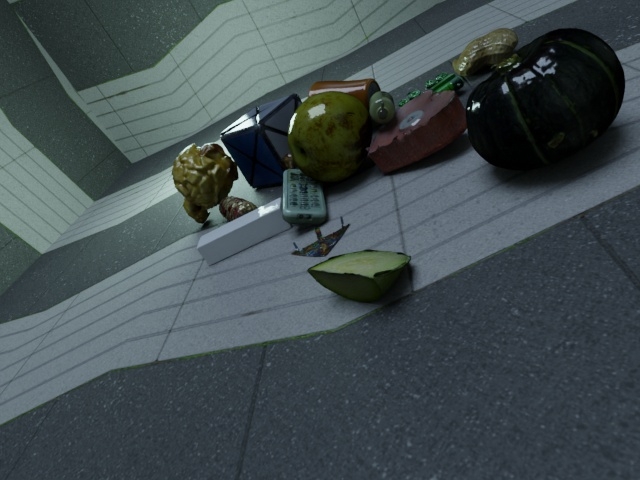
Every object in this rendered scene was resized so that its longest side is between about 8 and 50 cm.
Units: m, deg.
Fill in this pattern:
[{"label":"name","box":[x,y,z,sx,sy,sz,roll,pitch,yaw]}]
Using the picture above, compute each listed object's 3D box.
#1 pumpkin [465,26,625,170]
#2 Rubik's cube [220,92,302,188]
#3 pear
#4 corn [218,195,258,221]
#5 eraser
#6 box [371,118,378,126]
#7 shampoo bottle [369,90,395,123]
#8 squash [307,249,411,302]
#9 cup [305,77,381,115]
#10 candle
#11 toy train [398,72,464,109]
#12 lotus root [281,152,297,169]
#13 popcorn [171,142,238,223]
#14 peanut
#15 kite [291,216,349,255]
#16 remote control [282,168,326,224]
[{"label":"pumpkin","box":[0.474,-0.295,0.978,0.323,0.241,0.323,-38,16,12]},{"label":"Rubik's cube","box":[-0.179,-0.379,1.734,0.259,0.260,0.255,1,42,41]},{"label":"pear","box":[0.035,-0.323,1.403,0.283,0.284,0.284,-23,29,14]},{"label":"corn","box":[-0.286,-0.101,1.561,0.098,0.098,0.289,-38,25,-13]},{"label":"eraser","box":[-0.235,-0.026,1.404,0.297,0.078,0.076,-25,29,13]},{"label":"box","box":[0.178,-0.474,1.761,0.175,0.048,0.112,-17,33,24]},{"label":"shampoo bottle","box":[0.189,-0.405,1.387,0.079,0.079,0.162,-21,26,17]},{"label":"squash","box":[0.098,0.078,0.936,0.191,0.085,0.184,5,15,44]},{"label":"cup","box":[0.077,-0.518,1.683,0.263,0.183,0.226,1,12,35]},{"label":"candle","box":[0.277,-0.307,1.321,0.287,0.131,0.317,-39,19,-2]},{"label":"toy train","box":[0.385,-0.497,1.570,0.251,0.085,0.119,-36,34,-6]},{"label":"lotus root","box":[0.004,-0.338,1.608,0.303,0.146,0.131,-38,59,-17]},{"label":"popcorn","box":[-0.439,-0.224,1.705,0.265,0.224,0.333,-69,2,-56]},{"label":"peanut","box":[0.591,-0.678,1.629,0.232,0.110,0.197,-15,31,23]},{"label":"kite","box":[0.000,0.000,1.204,0.182,0.010,0.160,-28,28,6]},{"label":"remote control","box":[-0.054,-0.138,1.408,0.127,0.066,0.335,0,30,-4]}]
